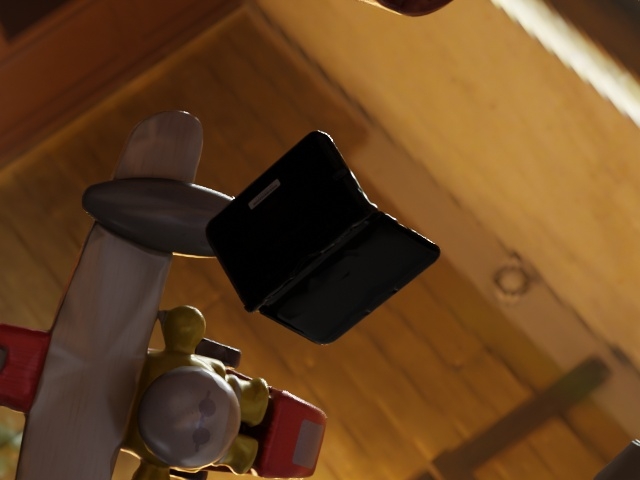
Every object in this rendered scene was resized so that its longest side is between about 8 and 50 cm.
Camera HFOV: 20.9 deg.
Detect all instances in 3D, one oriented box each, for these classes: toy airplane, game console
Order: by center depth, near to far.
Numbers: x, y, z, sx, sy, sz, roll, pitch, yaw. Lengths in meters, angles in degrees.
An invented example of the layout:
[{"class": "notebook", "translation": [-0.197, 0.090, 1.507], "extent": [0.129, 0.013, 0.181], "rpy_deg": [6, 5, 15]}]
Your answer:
[{"class": "game console", "translation": [0.000, 0.000, 1.189], "extent": [0.071, 0.122, 0.107], "rpy_deg": [-2, 57, -57]}, {"class": "toy airplane", "translation": [-0.180, 0.129, 1.503], "extent": [0.272, 0.384, 0.386], "rpy_deg": [7, -56, 55]}]

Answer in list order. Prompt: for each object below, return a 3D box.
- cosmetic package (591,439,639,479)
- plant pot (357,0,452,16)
[{"class": "cosmetic package", "translation": [0.211, 0.184, 1.057], "extent": [0.115, 0.060, 0.041], "rpy_deg": [49, -8, -19]}, {"class": "plant pot", "translation": [0.000, -0.309, 1.334], "extent": [0.265, 0.272, 0.272], "rpy_deg": [28, -25, 28]}]
